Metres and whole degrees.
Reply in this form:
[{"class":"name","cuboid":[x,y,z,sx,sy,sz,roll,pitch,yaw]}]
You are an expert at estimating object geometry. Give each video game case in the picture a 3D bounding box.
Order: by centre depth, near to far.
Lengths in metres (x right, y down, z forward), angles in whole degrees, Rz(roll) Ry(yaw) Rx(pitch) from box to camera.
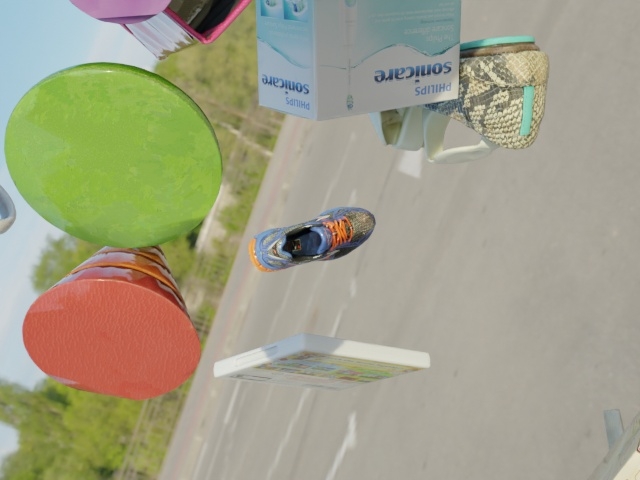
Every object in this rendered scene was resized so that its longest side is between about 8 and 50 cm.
[{"class":"video game case","cuboid":[0.001,0.173,1.335,0.206,0.227,0.026,-24,61,47]}]

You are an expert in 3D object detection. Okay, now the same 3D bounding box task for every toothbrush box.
[{"class":"toothbrush box","cuboid":[0.046,-0.301,1.101,0.126,0.216,0.295,23,121,51]}]

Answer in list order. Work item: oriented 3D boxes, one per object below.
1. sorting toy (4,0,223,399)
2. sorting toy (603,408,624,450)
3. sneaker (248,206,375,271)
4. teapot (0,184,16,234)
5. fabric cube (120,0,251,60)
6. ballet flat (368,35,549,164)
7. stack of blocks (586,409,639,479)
[{"class":"sorting toy","cuboid":[-0.123,-0.061,0.621,0.126,0.127,0.365,-88,6,-51]},{"class":"sorting toy","cuboid":[0.469,0.403,1.318,0.257,0.089,0.255,-73,-33,-58]},{"class":"sneaker","cuboid":[0.000,0.000,1.510,0.087,0.221,0.083,-8,101,61]},{"class":"teapot","cuboid":[-0.459,-0.058,1.004,0.256,0.187,0.252,-38,-12,-28]},{"class":"fabric cube","cuboid":[-0.110,-0.300,0.642,0.254,0.259,0.258,-51,17,-2]},{"class":"ballet flat","cuboid":[0.154,-0.201,1.363,0.483,0.164,0.182,-151,55,-65]},{"class":"stack of blocks","cuboid":[0.284,0.255,0.765,0.087,0.171,0.297,-43,-20,-52]}]
